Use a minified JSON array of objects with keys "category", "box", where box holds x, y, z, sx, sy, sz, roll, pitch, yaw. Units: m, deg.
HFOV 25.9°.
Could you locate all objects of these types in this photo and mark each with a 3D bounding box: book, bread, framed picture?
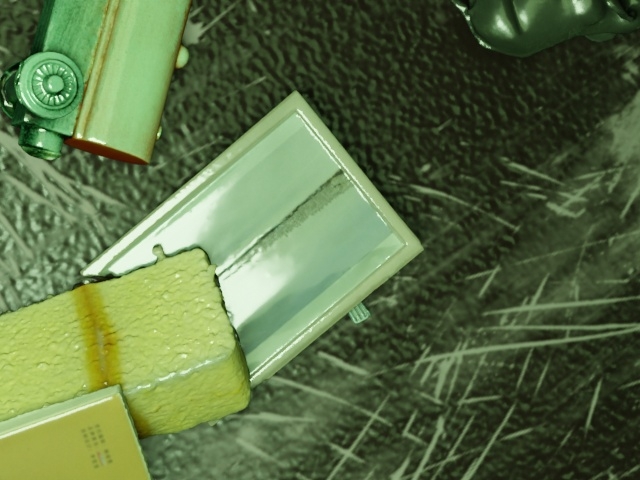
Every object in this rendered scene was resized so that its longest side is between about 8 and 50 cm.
[{"category":"book","box":[-0.331,0.311,1.293,0.388,0.032,0.269,-18,113,-9]},{"category":"bread","box":[-0.205,0.131,1.357,0.266,0.142,0.178,-19,110,-4]},{"category":"framed picture","box":[-0.069,0.018,1.426,0.289,0.016,0.213,-40,96,-3]}]

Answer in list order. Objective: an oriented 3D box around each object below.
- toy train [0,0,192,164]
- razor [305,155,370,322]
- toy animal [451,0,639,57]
[{"category":"toy train","box":[-0.212,-0.210,1.392,0.177,0.116,0.286,17,81,-25]},{"category":"razor","box":[-0.001,0.000,1.461,0.068,0.037,0.191,-28,96,-5]},{"category":"toy animal","box":[0.263,-0.280,1.522,0.245,0.114,0.146,-17,84,7]}]
